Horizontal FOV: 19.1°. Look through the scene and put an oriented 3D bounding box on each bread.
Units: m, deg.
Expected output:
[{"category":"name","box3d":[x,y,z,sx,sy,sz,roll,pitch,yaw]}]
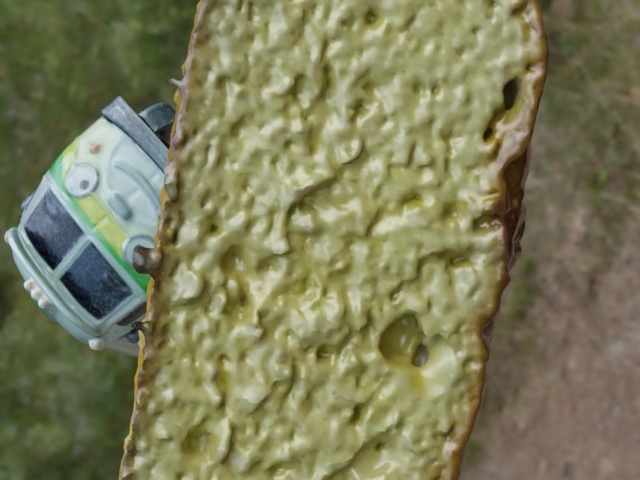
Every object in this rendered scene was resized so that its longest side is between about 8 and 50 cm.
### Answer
[{"category":"bread","box3d":[0.000,0.000,0.988,0.179,0.194,0.340,-120,40,-79]}]

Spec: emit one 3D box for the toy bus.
[{"category":"toy bus","box3d":[-0.125,0.005,1.408,0.164,0.134,0.276,-41,-12,3]}]
